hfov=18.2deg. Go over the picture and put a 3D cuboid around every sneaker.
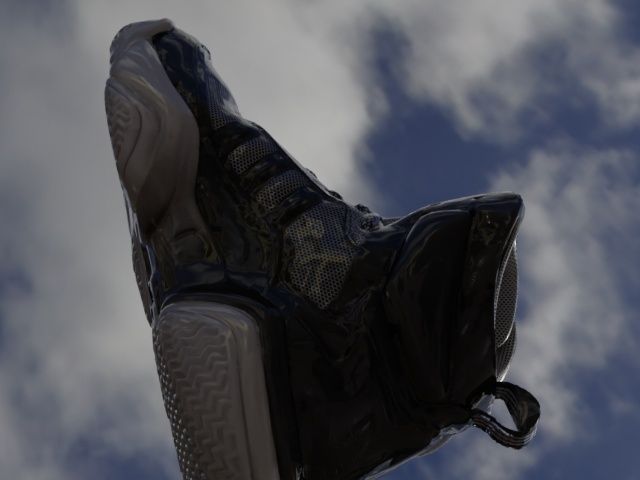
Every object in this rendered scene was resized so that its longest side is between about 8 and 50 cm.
[{"bbox_3d":[0.000,0.000,0.819,0.153,0.268,0.101,-11,-43,-7],"label":"sneaker"}]

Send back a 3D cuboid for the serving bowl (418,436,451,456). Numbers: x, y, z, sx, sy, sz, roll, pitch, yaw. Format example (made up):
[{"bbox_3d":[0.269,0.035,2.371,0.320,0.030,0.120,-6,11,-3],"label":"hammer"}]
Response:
[{"bbox_3d":[0.052,0.090,1.221,0.083,0.027,0.083,-4,-83,-32],"label":"serving bowl"}]
